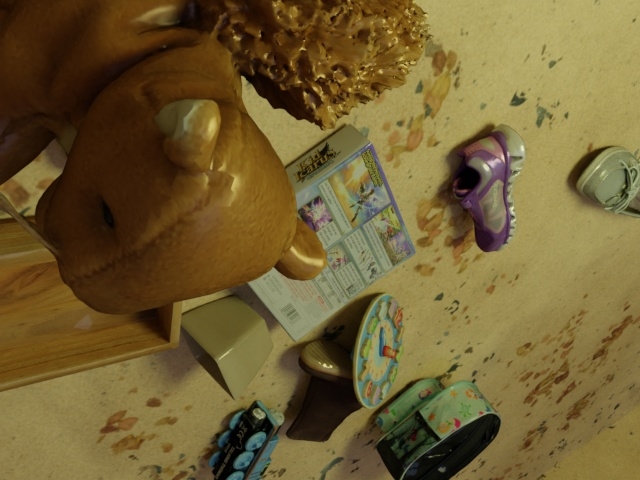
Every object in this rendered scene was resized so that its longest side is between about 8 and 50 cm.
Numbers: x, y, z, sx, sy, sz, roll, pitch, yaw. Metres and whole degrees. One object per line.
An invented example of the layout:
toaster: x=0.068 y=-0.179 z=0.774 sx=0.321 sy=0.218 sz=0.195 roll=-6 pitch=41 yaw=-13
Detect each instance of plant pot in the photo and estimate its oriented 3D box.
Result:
plant pot: x=-0.133 y=0.148 z=0.949 sx=0.096 sy=0.109 sz=0.109 roll=-37 pitch=140 yaw=-23

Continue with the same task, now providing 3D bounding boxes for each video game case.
video game case: x=0.000 y=0.000 z=0.944 sx=0.244 sy=0.061 sz=0.269 roll=-35 pitch=139 yaw=-4

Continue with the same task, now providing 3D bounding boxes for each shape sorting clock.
shape sorting clock: x=0.108 y=0.196 z=1.141 sx=0.206 sy=0.040 sz=0.206 roll=-11 pitch=102 yaw=-64

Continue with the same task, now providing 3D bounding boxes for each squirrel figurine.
squirrel figurine: x=-0.103 y=-0.140 z=0.506 sx=0.397 sy=0.370 sz=0.281 roll=-36 pitch=139 yaw=-5

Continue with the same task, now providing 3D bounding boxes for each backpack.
backpack: x=0.261 y=0.415 z=1.406 sx=0.253 sy=0.191 sz=0.225 roll=-38 pitch=142 yaw=8

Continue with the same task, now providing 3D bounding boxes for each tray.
tray: x=-0.364 y=0.077 z=0.731 sx=0.410 sy=0.076 sz=0.203 roll=-11 pitch=131 yaw=-31

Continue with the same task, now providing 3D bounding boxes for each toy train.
toy train: x=-0.130 y=0.374 z=1.169 sx=0.105 sy=0.080 sz=0.184 roll=3 pitch=122 yaw=-49

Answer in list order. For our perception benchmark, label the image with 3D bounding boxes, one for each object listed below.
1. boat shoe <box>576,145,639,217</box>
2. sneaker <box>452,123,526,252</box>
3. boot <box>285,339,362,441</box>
boat shoe: x=0.627 y=-0.102 z=1.292 sx=0.320 sy=0.103 sz=0.118 roll=14 pitch=116 yaw=-44
sneaker: x=0.265 y=-0.075 z=1.063 sx=0.104 sy=0.095 sz=0.236 roll=-19 pitch=130 yaw=-14
boot: x=0.002 y=0.292 z=1.180 sx=0.207 sy=0.090 sz=0.248 roll=-53 pitch=141 yaw=11
